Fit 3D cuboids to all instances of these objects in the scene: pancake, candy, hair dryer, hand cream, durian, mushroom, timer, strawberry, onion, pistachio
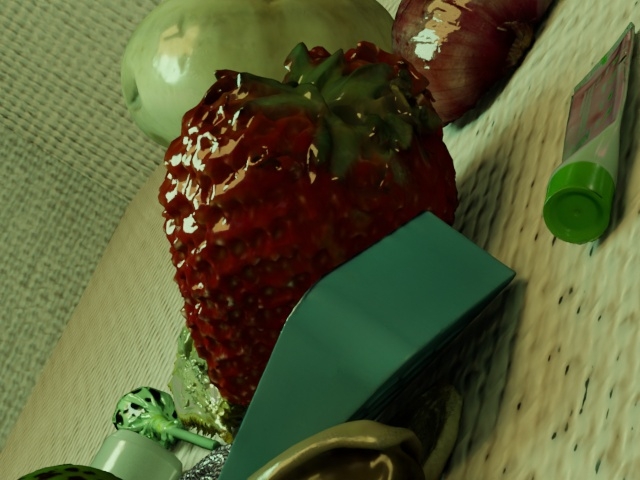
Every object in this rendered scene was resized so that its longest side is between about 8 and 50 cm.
[{"bbox_3d":[0.065,0.169,1.269,0.139,0.022,0.139,-53,13,19],"label":"pancake"},{"bbox_3d":[-0.176,0.236,2.020,0.305,0.091,0.083,4,73,64],"label":"candy"},{"bbox_3d":[-0.277,0.354,2.053,0.173,0.107,0.357,-60,5,-23],"label":"hair dryer"},{"bbox_3d":[0.214,-0.086,1.298,0.079,0.050,0.275,-22,22,26],"label":"hand cream"},{"bbox_3d":[-0.108,0.155,1.845,0.208,0.102,0.146,-108,36,-56],"label":"durian"},{"bbox_3d":[-0.062,-0.191,2.043,0.325,0.353,0.353,-43,18,42],"label":"mushroom"},{"bbox_3d":[0.028,0.118,1.290,0.232,0.091,0.250,-33,-25,-54],"label":"timer"},{"bbox_3d":[0.000,0.000,1.523,0.312,0.267,0.351,-31,-46,-51],"label":"strawberry"},{"bbox_3d":[0.144,-0.240,1.783,0.227,0.120,0.283,-54,11,-5],"label":"onion"},{"bbox_3d":[0.000,0.215,1.151,0.153,0.138,0.238,-16,-22,-45],"label":"pistachio"}]

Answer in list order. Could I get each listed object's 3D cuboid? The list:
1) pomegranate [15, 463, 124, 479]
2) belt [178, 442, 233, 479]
[{"bbox_3d":[-0.307,0.340,1.723,0.231,0.286,0.231,-169,90,-70],"label":"pomegranate"},{"bbox_3d":[-0.128,0.313,1.455,0.325,0.122,0.260,-40,16,52],"label":"belt"}]
